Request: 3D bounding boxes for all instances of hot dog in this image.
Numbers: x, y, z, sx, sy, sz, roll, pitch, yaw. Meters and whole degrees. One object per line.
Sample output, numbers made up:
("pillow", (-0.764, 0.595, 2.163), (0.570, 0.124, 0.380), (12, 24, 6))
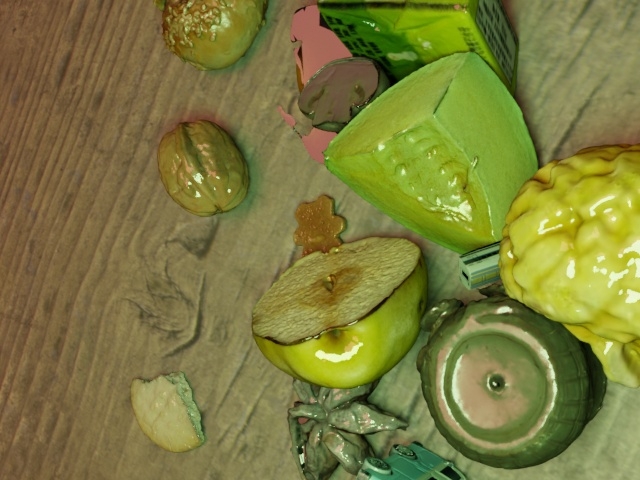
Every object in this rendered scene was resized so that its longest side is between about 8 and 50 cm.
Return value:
("hot dog", (0.022, -0.312, 1.496), (0.194, 0.107, 0.326), (7, 94, 15))

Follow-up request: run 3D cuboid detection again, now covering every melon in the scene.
("melon", (0.230, -0.108, 1.264), (0.331, 0.343, 0.226), (-36, 30, 13))

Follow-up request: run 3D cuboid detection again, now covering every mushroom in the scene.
("mushroom", (0.059, -0.271, 1.363), (0.188, 0.117, 0.141), (-1, 82, 43))

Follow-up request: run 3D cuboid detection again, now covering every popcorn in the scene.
("popcorn", (0.467, 0.014, 1.014), (0.390, 0.344, 0.354), (41, 138, 5))

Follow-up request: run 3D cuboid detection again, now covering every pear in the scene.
("pear", (0.057, 0.153, 1.314), (0.340, 0.386, 0.191), (-21, 109, 14))

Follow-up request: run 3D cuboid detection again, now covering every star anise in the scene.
("star anise", (0.034, 0.362, 1.401), (0.359, 0.139, 0.316), (49, 116, 33))

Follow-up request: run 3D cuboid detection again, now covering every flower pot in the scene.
("flower pot", (0.311, 0.217, 1.197), (0.302, 0.213, 0.301), (-4, 83, 32))

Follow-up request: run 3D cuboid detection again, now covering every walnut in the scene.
("walnut", (-0.269, -0.165, 1.625), (0.198, 0.198, 0.245), (-32, 72, 26))

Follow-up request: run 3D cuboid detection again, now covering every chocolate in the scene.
("chocolate", (0.193, -0.381, 1.290), (0.289, 0.301, 0.137), (14, 79, 33))

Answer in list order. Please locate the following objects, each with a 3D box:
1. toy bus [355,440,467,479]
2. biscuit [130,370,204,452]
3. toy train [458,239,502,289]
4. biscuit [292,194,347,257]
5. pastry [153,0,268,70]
("toy bus", (0.159, 0.456, 1.242), (0.165, 0.271, 0.133), (22, 97, 26))
("biscuit", (-0.370, 0.404, 1.720), (0.265, 0.040, 0.188), (24, 101, 32))
("toy train", (0.355, 0.018, 1.206), (0.048, 0.252, 0.055), (-124, 19, -57))
("biscuit", (0.004, -0.005, 1.527), (0.133, 0.027, 0.184), (-31, 71, 26))
("pastry", (-0.268, -0.565, 1.666), (0.285, 0.184, 0.315), (2, 86, 32))
